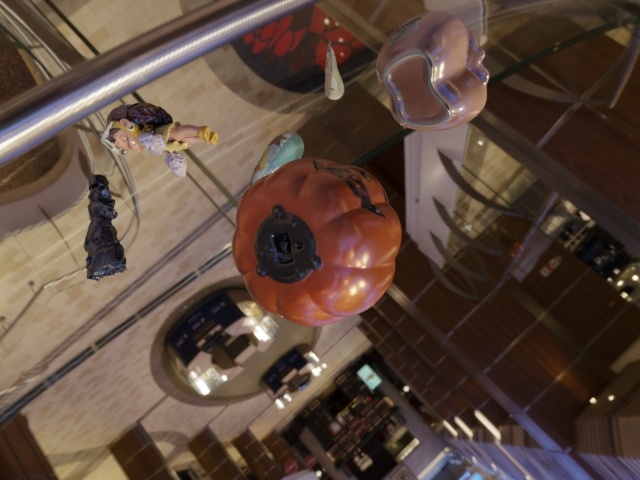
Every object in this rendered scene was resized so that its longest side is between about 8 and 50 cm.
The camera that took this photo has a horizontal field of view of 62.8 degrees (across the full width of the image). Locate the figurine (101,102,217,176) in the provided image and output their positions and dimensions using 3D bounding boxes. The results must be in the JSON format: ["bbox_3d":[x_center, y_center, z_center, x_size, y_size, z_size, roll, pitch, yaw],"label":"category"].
[{"bbox_3d":[-0.341,-0.222,1.107,0.175,0.240,0.115,50,57,-71],"label":"figurine"}]

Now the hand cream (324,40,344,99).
[{"bbox_3d":[0.031,-0.396,1.269,0.050,0.080,0.234,-6,175,3],"label":"hand cream"}]

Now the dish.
[{"bbox_3d":[0.180,-0.272,0.904,0.090,0.213,0.213,-49,167,-39],"label":"dish"}]

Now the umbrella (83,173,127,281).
[{"bbox_3d":[-0.434,-0.028,1.041,0.080,0.224,0.071,-15,157,-3],"label":"umbrella"}]

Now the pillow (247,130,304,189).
[{"bbox_3d":[-0.121,-0.192,1.386,0.214,0.086,0.233,-56,-175,22],"label":"pillow"}]

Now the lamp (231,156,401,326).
[{"bbox_3d":[0.000,0.000,0.592,0.187,0.187,0.164,-53,164,21],"label":"lamp"}]
